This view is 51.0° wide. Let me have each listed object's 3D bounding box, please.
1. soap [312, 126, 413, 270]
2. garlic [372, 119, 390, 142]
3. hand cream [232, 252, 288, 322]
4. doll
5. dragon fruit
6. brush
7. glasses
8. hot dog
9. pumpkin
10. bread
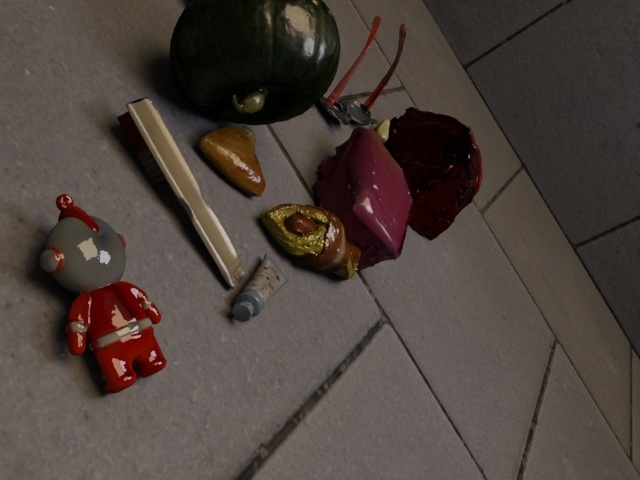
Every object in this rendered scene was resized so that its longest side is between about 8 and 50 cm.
[{"bbox_3d":[0.098,-0.100,1.471,0.220,0.127,0.324,51,29,-19],"label":"soap"},{"bbox_3d":[0.164,-0.294,1.824,0.041,0.053,0.083,30,51,-16],"label":"garlic"},{"bbox_3d":[-0.096,0.077,1.083,0.065,0.043,0.170,54,27,-9],"label":"hand cream"},{"bbox_3d":[-0.266,0.058,0.807,0.245,0.076,0.142,64,28,1],"label":"doll"},{"bbox_3d":[0.319,-0.212,1.798,0.228,0.286,0.329,32,30,-33],"label":"dragon fruit"},{"bbox_3d":[-0.214,-0.066,1.039,0.321,0.050,0.060,61,25,-12],"label":"brush"},{"bbox_3d":[0.128,-0.408,1.671,0.118,0.268,0.234,47,27,16],"label":"glasses"},{"bbox_3d":[0.003,-0.005,1.262,0.262,0.093,0.123,24,45,-46],"label":"hot dog"},{"bbox_3d":[-0.109,-0.316,1.168,0.300,0.300,0.207,18,61,-50],"label":"pumpkin"},{"bbox_3d":[-0.163,-0.161,1.195,0.136,0.054,0.154,13,50,-49],"label":"bread"}]
